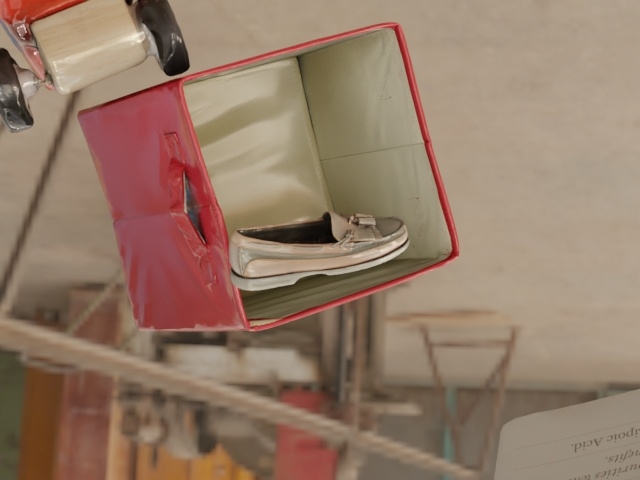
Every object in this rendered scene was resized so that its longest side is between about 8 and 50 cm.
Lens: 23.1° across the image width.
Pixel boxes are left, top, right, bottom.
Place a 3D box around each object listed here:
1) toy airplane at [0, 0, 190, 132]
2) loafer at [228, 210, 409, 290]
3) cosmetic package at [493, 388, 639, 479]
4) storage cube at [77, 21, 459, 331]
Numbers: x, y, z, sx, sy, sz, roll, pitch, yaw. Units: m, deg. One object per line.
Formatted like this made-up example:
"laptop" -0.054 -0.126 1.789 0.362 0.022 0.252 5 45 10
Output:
"toy airplane" -0.217 -0.293 1.033 0.386 0.272 0.384 14 126 -40
"loafer" 0.000 0.000 1.030 0.125 0.039 0.045 -14 -152 -16
"cosmetic package" 0.196 0.251 0.807 0.217 0.385 0.156 -20 120 26
"storage cube" -0.041 -0.042 1.173 0.215 0.184 0.193 -19 -173 -31
